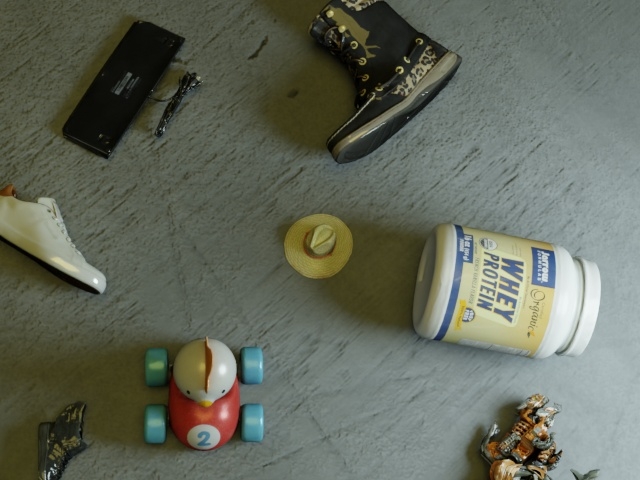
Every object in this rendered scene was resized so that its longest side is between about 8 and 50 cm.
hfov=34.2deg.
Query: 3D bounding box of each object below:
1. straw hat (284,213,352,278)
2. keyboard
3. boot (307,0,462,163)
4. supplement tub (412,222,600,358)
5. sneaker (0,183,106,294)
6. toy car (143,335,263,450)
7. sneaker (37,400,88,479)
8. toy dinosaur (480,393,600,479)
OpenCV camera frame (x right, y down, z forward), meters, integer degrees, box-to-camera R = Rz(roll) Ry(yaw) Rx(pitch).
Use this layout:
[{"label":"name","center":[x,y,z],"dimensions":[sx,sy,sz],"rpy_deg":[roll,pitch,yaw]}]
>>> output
[{"label":"straw hat","center":[0.000,0.000,2.075],"dimensions":[0.144,0.061,0.144],"rpy_deg":[2,71,-7]},{"label":"keyboard","center":[-0.372,-0.302,2.148],"dimensions":[0.201,0.033,0.317],"rpy_deg":[26,71,9]},{"label":"boot","center":[0.083,-0.355,2.166],"dimensions":[0.377,0.138,0.284],"rpy_deg":[-41,82,-22]},{"label":"supplement tub","center":[0.353,0.102,1.997],"dimensions":[0.316,0.228,0.228],"rpy_deg":[11,70,-4]},{"label":"sneaker","center":[-0.513,-0.012,1.988],"dimensions":[0.290,0.106,0.123],"rpy_deg":[33,73,6]},{"label":"toy car","center":[-0.208,0.261,1.865],"dimensions":[0.219,0.238,0.210],"rpy_deg":[1,71,-7]},{"label":"sneaker","center":[-0.465,0.382,1.889],"dimensions":[0.089,0.051,0.170],"rpy_deg":[-6,69,-4]},{"label":"toy dinosaur","center":[0.392,0.454,1.951],"dimensions":[0.218,0.164,0.322],"rpy_deg":[22,88,16]}]
